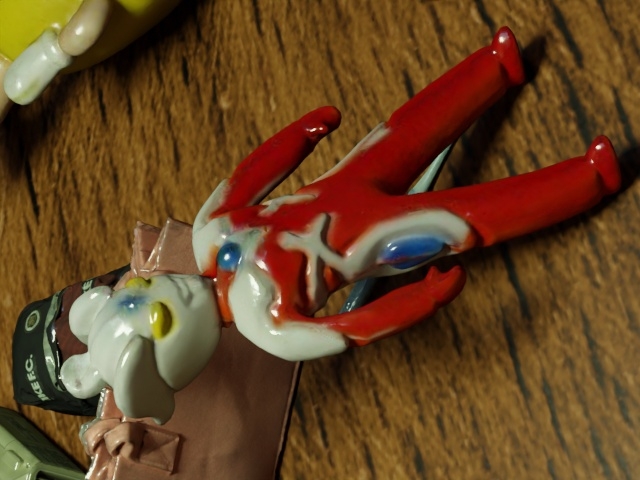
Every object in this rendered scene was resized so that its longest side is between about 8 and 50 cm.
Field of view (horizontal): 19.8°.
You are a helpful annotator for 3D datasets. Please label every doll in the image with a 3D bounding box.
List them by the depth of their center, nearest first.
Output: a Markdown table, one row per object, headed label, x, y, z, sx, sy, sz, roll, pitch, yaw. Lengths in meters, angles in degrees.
| label | x | y | z | sx | sy | sz | roll | pitch | yaw |
| --- | --- | --- | --- | --- | --- | --- | --- | --- | --- |
| doll | 0.000 | 0.000 | 1.214 | 0.384 | 0.099 | 0.188 | -32 | 51 | -7 |
| doll | -0.225 | -0.227 | 1.576 | 0.423 | 0.161 | 0.348 | -59 | 29 | -1 |

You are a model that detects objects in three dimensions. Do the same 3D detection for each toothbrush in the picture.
| label | x | y | z | sx | sy | sz | roll | pitch | yaw |
| --- | --- | --- | --- | --- | --- | --- | --- | --- | --- |
| toothbrush | 0.059 | -0.015 | 1.323 | 0.016 | 0.019 | 0.219 | 36 | 101 | 39 |

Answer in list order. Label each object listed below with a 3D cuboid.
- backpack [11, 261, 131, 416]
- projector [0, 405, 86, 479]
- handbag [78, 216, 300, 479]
| label | x | y | z | sx | sy | sz | roll | pitch | yaw |
| --- | --- | --- | --- | --- | --- | --- | --- | --- | --- |
| backpack | -0.176 | 0.084 | 1.447 | 0.165 | 0.106 | 0.120 | -20 | 67 | 34 |
| projector | -0.294 | 0.284 | 1.502 | 0.193 | 0.088 | 0.269 | 30 | 97 | 47 |
| handbag | -0.090 | 0.104 | 1.322 | 0.059 | 0.157 | 0.212 | -1 | 73 | 46 |
